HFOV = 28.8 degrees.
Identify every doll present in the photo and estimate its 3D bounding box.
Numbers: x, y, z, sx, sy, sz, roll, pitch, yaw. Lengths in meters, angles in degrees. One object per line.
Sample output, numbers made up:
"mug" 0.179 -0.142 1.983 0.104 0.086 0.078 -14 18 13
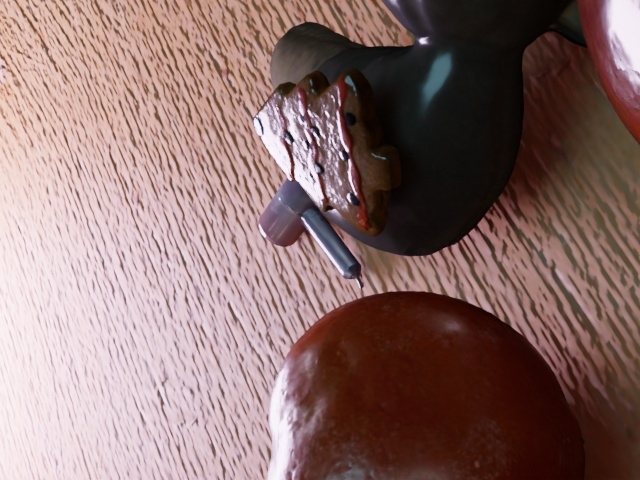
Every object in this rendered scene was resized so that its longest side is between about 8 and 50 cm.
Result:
"doll" 0.017 -0.219 0.849 0.378 0.252 0.382 -61 42 21

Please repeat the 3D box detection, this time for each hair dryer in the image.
"hair dryer" 0.000 0.000 0.986 0.114 0.037 0.063 52 123 28

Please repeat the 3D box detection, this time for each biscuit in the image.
"biscuit" 0.001 -0.060 0.807 0.130 0.019 0.119 22 132 43

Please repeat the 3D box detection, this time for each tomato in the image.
"tomato" 0.069 0.140 0.774 0.189 0.232 0.232 -2 82 16

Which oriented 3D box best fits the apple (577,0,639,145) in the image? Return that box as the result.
"apple" 0.232 -0.128 0.627 0.234 0.234 0.234 -8 79 45
